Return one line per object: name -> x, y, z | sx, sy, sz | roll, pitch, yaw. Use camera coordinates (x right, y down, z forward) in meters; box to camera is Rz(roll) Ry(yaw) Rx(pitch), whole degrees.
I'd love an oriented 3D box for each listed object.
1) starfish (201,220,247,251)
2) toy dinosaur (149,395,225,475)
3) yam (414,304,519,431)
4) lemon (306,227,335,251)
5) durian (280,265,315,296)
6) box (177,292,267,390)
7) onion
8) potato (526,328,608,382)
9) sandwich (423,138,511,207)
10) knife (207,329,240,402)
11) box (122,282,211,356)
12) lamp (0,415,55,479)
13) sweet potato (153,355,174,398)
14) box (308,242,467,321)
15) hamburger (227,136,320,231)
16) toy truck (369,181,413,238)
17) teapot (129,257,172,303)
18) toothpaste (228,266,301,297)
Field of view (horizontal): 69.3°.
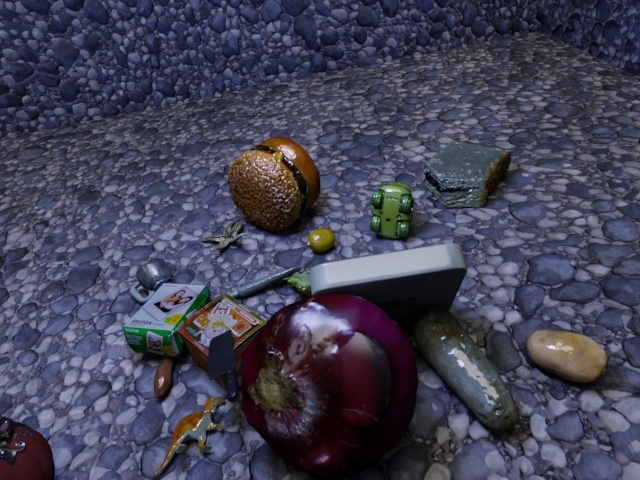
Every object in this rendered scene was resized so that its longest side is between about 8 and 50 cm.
starfish -> -0.361, -0.013, 1.754 | 0.217, 0.050, 0.223 | -1, 27, 22
toy dinosaur -> -0.329, 0.468, 1.146 | 0.212, 0.057, 0.142 | -20, 28, -14
yam -> 0.354, 0.313, 1.133 | 0.133, 0.133, 0.330 | -22, 45, -14
lemon -> 0.000, 0.000, 1.630 | 0.111, 0.082, 0.082 | -23, 40, -16
durian -> -0.016, 0.133, 1.456 | 0.137, 0.095, 0.221 | -14, 10, -39
box -> -0.255, 0.279, 1.286 | 0.195, 0.148, 0.177 | 26, 52, 37
onion -> 0.050, 0.317, 1.076 | 0.398, 0.398, 0.420 | 12, -1, 25
potato -> 0.596, 0.275, 1.129 | 0.178, 0.109, 0.118 | 15, 67, 36
sandwich -> 0.547, -0.258, 1.784 | 0.262, 0.131, 0.325 | 21, 49, 32
knife -> -0.233, 0.300, 1.099 | 0.072, 0.019, 0.245 | -28, 29, -2
box -> -0.450, 0.233, 1.395 | 0.180, 0.103, 0.250 | 1, 27, 14
lamp -> -0.748, 0.522, 1.003 | 0.303, 0.257, 0.303 | 10, 4, -1
sweet potato -> -0.445, 0.354, 1.321 | 0.050, 0.050, 0.214 | -14, 34, -5
box -> 0.171, 0.131, 1.205 | 0.373, 0.367, 0.090 | -10, 64, 1
hamburger -> -0.178, -0.210, 1.741 | 0.330, 0.330, 0.250 | 22, 51, 34
toy truck -> 0.262, -0.124, 1.636 | 0.148, 0.187, 0.210 | 11, 43, 17
teapot -> -0.570, 0.138, 1.570 | 0.149, 0.111, 0.108 | -28, 55, -29
toothpaste -> -0.182, 0.138, 1.518 | 0.255, 0.067, 0.037 | -22, 77, -4
